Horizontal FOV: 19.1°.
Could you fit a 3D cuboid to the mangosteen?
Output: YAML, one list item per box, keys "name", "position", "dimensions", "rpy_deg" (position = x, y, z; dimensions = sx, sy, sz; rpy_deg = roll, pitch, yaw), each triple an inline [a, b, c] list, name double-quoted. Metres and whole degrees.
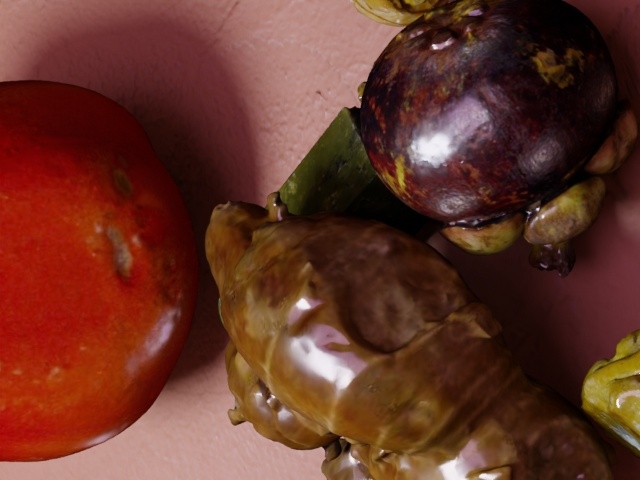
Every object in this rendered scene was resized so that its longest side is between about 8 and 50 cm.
- name: "mangosteen"
  position: [0.136, -0.074, 1.391]
  dimensions: [0.192, 0.192, 0.217]
  rpy_deg: [-12, 118, 38]

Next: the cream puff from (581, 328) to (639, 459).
- name: "cream puff"
  position: [0.263, 0.108, 1.332]
  dimensions: [0.146, 0.146, 0.116]
  rpy_deg: [37, 84, 30]

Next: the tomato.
- name: "tomato"
  position: [-0.269, 0.021, 1.628]
  dimensions: [0.293, 0.289, 0.325]
  rpy_deg: [27, 114, 56]

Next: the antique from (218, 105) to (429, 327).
- name: "antique"
  position: [0.000, 0.000, 1.533]
  dimensions: [0.221, 0.081, 0.080]
  rpy_deg: [-48, 44, 30]

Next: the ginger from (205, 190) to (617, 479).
- name: "ginger"
  position: [0.049, 0.108, 1.428]
  dimensions: [0.357, 0.152, 0.274]
  rpy_deg: [47, 158, -11]

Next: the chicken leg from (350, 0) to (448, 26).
- name: "chicken leg"
  position: [0.039, -0.265, 1.494]
  dimensions: [0.101, 0.085, 0.208]
  rpy_deg: [112, 139, -62]
